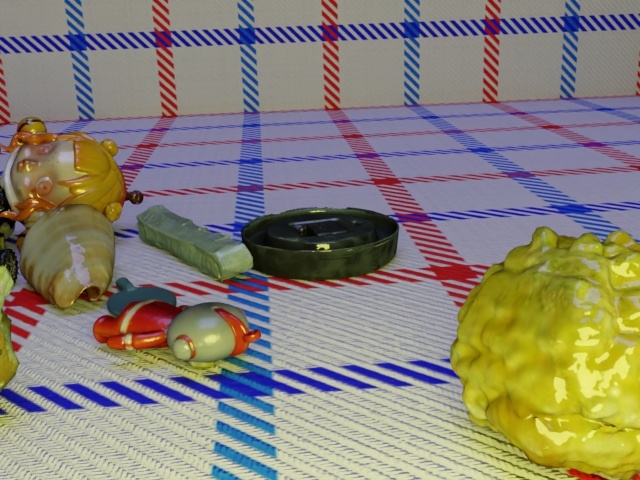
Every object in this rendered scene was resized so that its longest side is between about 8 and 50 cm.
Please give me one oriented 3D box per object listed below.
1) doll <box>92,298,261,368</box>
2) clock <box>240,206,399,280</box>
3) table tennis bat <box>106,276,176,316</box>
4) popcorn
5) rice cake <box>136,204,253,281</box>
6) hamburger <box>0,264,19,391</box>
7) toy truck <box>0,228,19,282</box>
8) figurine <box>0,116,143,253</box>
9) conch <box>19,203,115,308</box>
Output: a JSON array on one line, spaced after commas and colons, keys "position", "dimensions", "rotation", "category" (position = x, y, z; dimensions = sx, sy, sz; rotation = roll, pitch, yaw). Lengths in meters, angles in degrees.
[{"position": [-0.175, 0.113, 0.973], "dimensions": [0.245, 0.076, 0.142], "rotation": [4, 19, 30], "category": "doll"}, {"position": [0.000, 0.000, 1.340], "dimensions": [0.280, 0.055, 0.280], "rotation": [-2, 17, 1], "category": "clock"}, {"position": [-0.277, 0.087, 1.157], "dimensions": [0.100, 0.019, 0.155], "rotation": [-13, 22, -30], "category": "table tennis bat"}, {"position": [0.254, 0.109, 0.739], "dimensions": [0.225, 0.249, 0.249], "rotation": [22, 0, -37], "category": "popcorn"}, {"position": [-0.228, 0.003, 1.347], "dimensions": [0.066, 0.063, 0.336], "rotation": [-25, 29, -31], "category": "rice cake"}, {"position": [-0.457, 0.119, 0.828], "dimensions": [0.288, 0.192, 0.167], "rotation": [-32, 18, -9], "category": "hamburger"}, {"position": [-0.567, 0.030, 1.165], "dimensions": [0.136, 0.111, 0.286], "rotation": [-4, 5, 0], "category": "toy truck"}, {"position": [-0.519, -0.094, 1.467], "dimensions": [0.323, 0.196, 0.320], "rotation": [-11, 61, -2], "category": "figurine"}, {"position": [-0.396, 0.013, 1.221], "dimensions": [0.158, 0.127, 0.255], "rotation": [-10, 20, -26], "category": "conch"}]
